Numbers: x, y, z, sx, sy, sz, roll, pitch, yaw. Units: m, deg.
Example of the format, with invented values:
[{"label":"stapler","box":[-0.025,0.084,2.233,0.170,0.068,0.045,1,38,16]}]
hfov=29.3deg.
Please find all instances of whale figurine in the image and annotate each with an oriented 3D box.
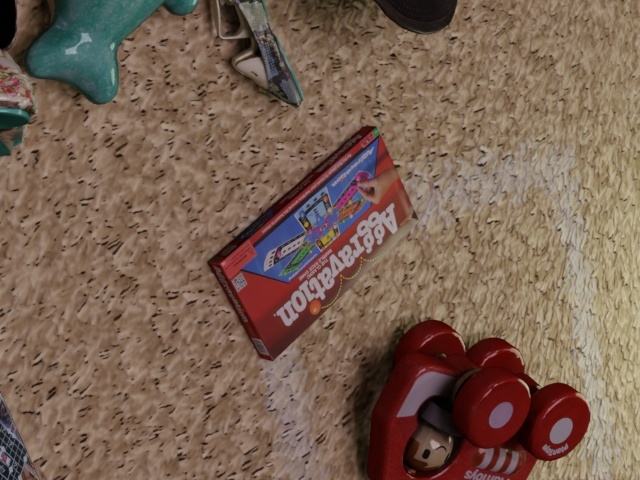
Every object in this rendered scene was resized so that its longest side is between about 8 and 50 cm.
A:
[{"label":"whale figurine","box":[-0.194,-0.272,1.186,0.216,0.141,0.272,24,80,-40]}]

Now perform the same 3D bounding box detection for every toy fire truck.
[{"label":"toy fire truck","box":[0.181,0.258,1.572,0.302,0.169,0.254,18,102,-40]}]

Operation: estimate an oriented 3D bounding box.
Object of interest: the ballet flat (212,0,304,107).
[{"label":"ballet flat","box":[-0.079,-0.224,1.353,0.070,0.070,0.188,-36,115,-32]}]

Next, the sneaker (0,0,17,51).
[{"label":"sneaker","box":[-0.342,-0.264,1.074,0.083,0.118,0.222,-45,121,-28]}]

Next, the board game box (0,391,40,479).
[{"label":"board game box","box":[-0.370,0.181,1.135,0.165,0.042,0.243,-37,117,-42]}]

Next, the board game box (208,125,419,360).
[{"label":"board game box","box":[0.000,0.000,1.460,0.281,0.027,0.145,-43,122,-29]}]

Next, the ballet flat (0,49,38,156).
[{"label":"ballet flat","box":[-0.294,-0.127,1.068,0.091,0.241,0.077,1,85,-19]}]

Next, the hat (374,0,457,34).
[{"label":"hat","box":[0.055,-0.387,1.394,0.331,0.134,0.331,9,79,-57]}]
